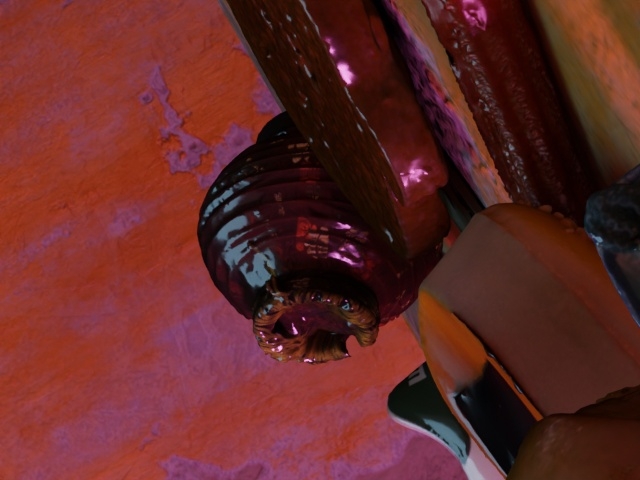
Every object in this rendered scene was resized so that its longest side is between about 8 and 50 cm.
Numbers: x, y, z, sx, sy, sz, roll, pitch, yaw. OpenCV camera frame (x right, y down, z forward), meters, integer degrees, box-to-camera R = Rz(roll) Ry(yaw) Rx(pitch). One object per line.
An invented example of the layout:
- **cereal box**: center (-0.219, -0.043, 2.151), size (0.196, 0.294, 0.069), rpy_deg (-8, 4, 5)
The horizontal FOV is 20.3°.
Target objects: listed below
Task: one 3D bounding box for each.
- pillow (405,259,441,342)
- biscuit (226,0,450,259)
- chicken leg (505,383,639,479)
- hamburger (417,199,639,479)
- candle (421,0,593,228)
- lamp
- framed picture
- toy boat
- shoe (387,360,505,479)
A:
- **pillow**: center (0.144, 0.104, 1.866), size (0.270, 0.067, 0.173), rpy_deg (-125, 11, -63)
- **biscuit**: center (0.009, -0.154, 1.396), size (0.350, 0.070, 0.394), rpy_deg (52, 171, 41)
- **chicken leg**: center (0.230, 0.200, 0.572), size (0.409, 0.182, 0.295), rpy_deg (42, -178, 16)
- **hamburger**: center (0.139, 0.073, 0.888), size (0.210, 0.116, 0.173), rpy_deg (50, 165, 16)
- **candle**: center (0.094, -0.077, 0.900), size (0.329, 0.048, 0.051), rpy_deg (61, -142, -41)
- **lamp**: center (0.000, 0.000, 1.690), size (0.247, 0.247, 0.247), rpy_deg (59, 178, 4)
- **framed picture**: center (0.119, -0.023, 1.473), size (0.201, 0.010, 0.136), rpy_deg (59, 177, 36)
- **toy boat**: center (0.153, 0.026, 0.693), size (0.140, 0.059, 0.066), rpy_deg (56, -166, 24)
- **shoe**: center (0.170, 0.203, 1.056), size (0.363, 0.160, 0.132), rpy_deg (61, -158, 3)
